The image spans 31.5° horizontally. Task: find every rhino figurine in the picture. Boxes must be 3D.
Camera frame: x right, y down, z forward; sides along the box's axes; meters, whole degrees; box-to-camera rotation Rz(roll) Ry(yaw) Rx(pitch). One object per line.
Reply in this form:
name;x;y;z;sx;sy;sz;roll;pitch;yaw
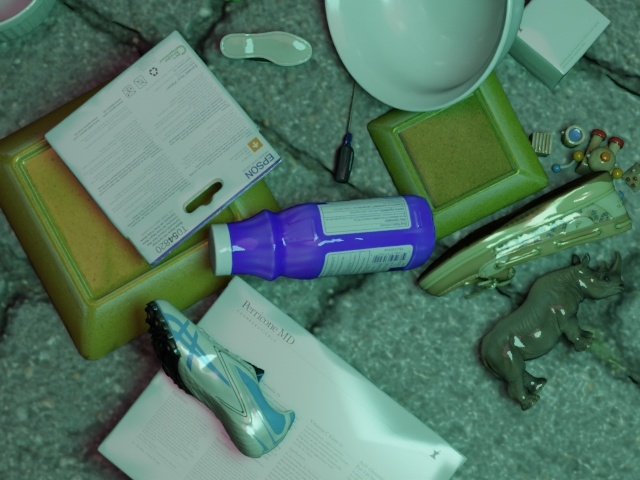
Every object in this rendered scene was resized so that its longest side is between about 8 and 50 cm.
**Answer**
rhino figurine;0.310;0.100;1.486;0.106;0.073;0.243;44;84;3

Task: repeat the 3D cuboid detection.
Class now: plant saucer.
plant saucer;-0.253;-0.060;1.512;0.332;0.081;0.333;-30;84;-2
plant saucer;0.180;-0.117;1.511;0.188;0.045;0.188;-27;84;9

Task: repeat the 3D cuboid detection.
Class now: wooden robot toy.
wooden robot toy;0.366;-0.116;1.508;0.173;0.079;0.076;24;84;3

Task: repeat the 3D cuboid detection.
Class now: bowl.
bowl;0.156;-0.321;1.478;0.134;0.298;0.298;-17;80;-45

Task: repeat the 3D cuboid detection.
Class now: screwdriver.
screwdriver;0.043;-0.159;1.551;0.025;0.024;0.170;19;75;-26

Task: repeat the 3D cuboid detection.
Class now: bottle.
bottle;0.000;0.000;1.455;0.283;0.118;0.092;-5;73;-13

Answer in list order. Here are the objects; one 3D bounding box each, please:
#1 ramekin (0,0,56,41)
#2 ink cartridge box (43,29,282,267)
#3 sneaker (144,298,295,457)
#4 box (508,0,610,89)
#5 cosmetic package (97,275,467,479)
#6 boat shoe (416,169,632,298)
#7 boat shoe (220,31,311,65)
ramekin;-0.452;-0.367;1.537;0.207;0.109;0.207;0;83;0
ink cartridge box;-0.199;-0.116;1.454;0.223;0.045;0.224;-39;85;-3
sneaker;-0.128;0.161;1.397;0.086;0.085;0.237;-36;78;-31
box;0.312;-0.279;1.523;0.102;0.087;0.101;41;86;5
cosmetic package;-0.048;0.271;1.459;0.377;0.097;0.284;38;87;6
boat shoe;0.262;0.010;1.472;0.285;0.104;0.089;-28;95;12
boat shoe;-0.074;-0.263;1.554;0.125;0.038;0.046;0;102;2
